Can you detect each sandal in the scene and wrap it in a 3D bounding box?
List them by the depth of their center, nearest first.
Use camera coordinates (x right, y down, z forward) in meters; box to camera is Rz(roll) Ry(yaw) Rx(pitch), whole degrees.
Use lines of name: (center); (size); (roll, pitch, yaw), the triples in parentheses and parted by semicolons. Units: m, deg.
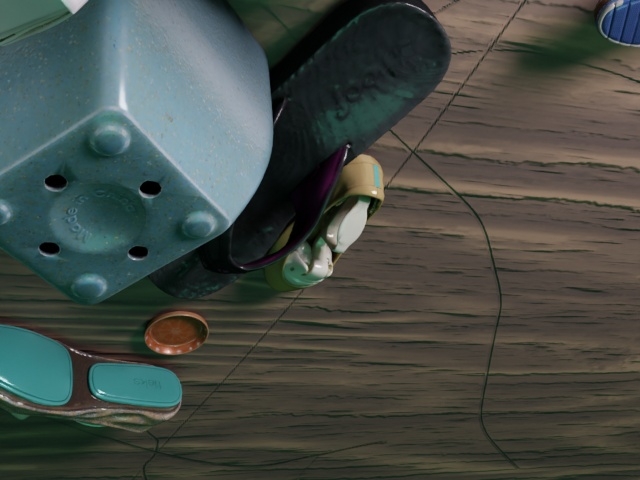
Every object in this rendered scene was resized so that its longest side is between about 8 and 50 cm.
sandal: (-0.048, -0.069, 0.842); (0.167, 0.107, 0.446); (24, 124, -35)

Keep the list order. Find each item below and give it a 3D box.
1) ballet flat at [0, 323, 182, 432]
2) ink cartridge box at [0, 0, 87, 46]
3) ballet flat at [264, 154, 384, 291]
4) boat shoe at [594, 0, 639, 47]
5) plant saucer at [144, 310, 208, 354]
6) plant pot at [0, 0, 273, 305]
ballet flat: (-0.329, 0.192, 1.033); (0.316, 0.107, 0.106); (25, 131, -34)
ink cartridge box: (-0.131, -0.268, 0.422); (0.115, 0.273, 0.198); (4, 142, 49)
ballet flat: (0.000, 0.000, 0.954); (0.080, 0.073, 0.232); (13, 130, -27)
boat shoe: (0.349, -0.243, 0.816); (0.183, 0.066, 0.066); (-12, 140, -14)
plant saucer: (-0.189, 0.120, 1.063); (0.083, 0.013, 0.083); (-8, 136, -8)
plant pot: (-0.186, -0.100, 0.663); (0.247, 0.252, 0.248); (-28, 136, 13)
